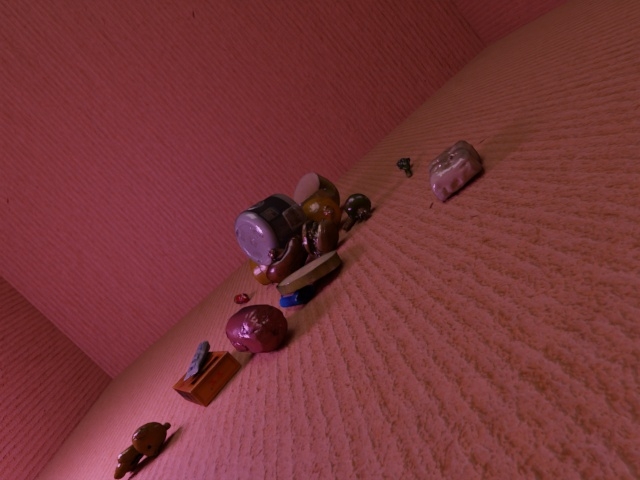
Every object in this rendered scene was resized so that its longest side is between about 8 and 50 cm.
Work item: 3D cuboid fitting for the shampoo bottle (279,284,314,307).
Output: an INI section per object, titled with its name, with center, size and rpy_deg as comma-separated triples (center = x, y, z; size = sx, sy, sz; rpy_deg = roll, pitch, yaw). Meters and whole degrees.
[shampoo bottle]
center = -0.090, 0.197, 1.696
size = 0.087, 0.050, 0.183
rpy_deg = -44, 10, -28

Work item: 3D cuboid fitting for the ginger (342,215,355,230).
[ginger]
center = 0.129, -0.087, 2.094
size = 0.058, 0.044, 0.137
rpy_deg = -5, 36, 44

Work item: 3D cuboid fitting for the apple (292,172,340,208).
[apple]
center = -0.026, -0.193, 2.582
size = 0.257, 0.234, 0.295
rpy_deg = -52, 22, 29

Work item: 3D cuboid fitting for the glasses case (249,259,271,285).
[glasses case]
center = -0.232, 0.068, 2.421
size = 0.141, 0.173, 0.371
rpy_deg = -34, 12, 22

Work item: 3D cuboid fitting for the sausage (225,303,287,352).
[sausage]
center = -0.203, 0.278, 1.513
size = 0.152, 0.152, 0.280
rpy_deg = -48, 13, -29

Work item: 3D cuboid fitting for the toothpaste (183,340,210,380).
[toothpaste]
center = -0.421, 0.409, 1.679
size = 0.064, 0.041, 0.218
rpy_deg = -34, 15, 11

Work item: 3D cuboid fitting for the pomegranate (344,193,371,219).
[pomegranate]
center = 0.161, -0.132, 2.014
size = 0.114, 0.114, 0.142
rpy_deg = -40, 36, 9

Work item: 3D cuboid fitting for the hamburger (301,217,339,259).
[hamburger]
center = 0.000, 0.000, 1.951
size = 0.131, 0.184, 0.159
rpy_deg = 4, 0, 22

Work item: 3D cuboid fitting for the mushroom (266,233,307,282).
[mushroom]
center = -0.125, 0.087, 2.031
size = 0.231, 0.138, 0.194
rpy_deg = -56, -24, -1

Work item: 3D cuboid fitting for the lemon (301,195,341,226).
[lemon]
center = 0.000, -0.112, 2.261
size = 0.188, 0.188, 0.257
rpy_deg = -46, 16, -22

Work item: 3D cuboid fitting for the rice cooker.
[rice cooker]
center = -0.214, -0.056, 2.185
size = 0.277, 0.288, 0.288
rpy_deg = -36, 5, -36

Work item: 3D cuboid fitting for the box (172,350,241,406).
[box]
center = -0.391, 0.464, 1.646
size = 0.174, 0.076, 0.274
rpy_deg = -49, 12, -28

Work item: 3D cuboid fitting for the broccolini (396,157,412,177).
[broccolini]
center = 0.369, -0.319, 2.115
size = 0.067, 0.058, 0.216
rpy_deg = -35, 12, 19

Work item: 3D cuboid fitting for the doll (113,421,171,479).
[doll]
center = -0.549, 0.652, 1.488
size = 0.209, 0.097, 0.137
rpy_deg = -56, -24, 10

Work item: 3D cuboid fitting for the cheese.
[cheese]
center = 0.407, -0.226, 1.488
size = 0.159, 0.093, 0.263
rpy_deg = -36, 11, 24

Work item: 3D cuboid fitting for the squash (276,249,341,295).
[squash]
center = -0.041, 0.118, 1.702
size = 0.252, 0.048, 0.252
rpy_deg = -30, 5, 3

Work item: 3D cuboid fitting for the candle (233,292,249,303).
[candle]
center = -0.394, 0.293, 2.439
size = 0.052, 0.052, 0.131
rpy_deg = -47, 13, -27
